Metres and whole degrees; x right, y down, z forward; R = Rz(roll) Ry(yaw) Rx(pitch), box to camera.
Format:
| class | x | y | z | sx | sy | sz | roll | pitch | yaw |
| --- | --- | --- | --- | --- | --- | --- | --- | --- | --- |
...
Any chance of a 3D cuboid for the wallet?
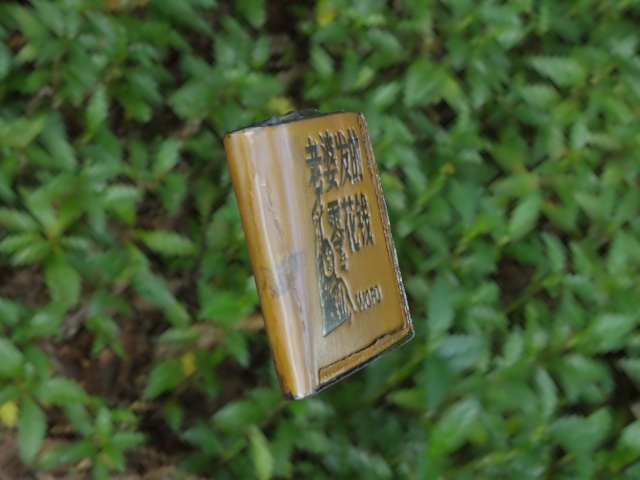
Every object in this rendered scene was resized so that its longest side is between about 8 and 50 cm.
| class | x | y | z | sx | sy | sz | roll | pitch | yaw |
| --- | --- | --- | --- | --- | --- | --- | --- | --- | --- |
| wallet | 0.003 | -0.002 | 1.071 | 0.195 | 0.042 | 0.161 | -20 | 96 | -71 |
